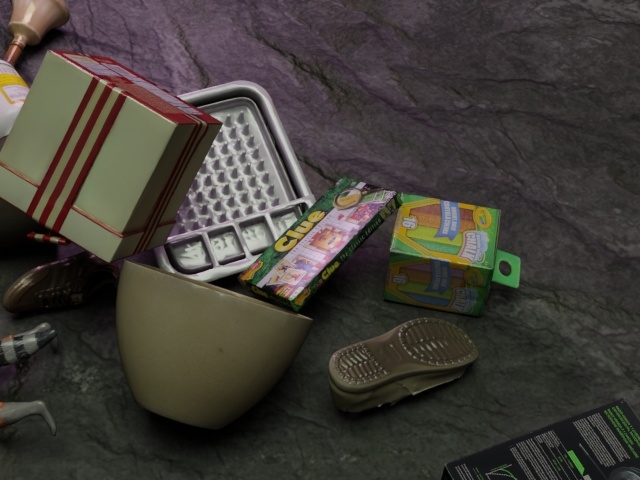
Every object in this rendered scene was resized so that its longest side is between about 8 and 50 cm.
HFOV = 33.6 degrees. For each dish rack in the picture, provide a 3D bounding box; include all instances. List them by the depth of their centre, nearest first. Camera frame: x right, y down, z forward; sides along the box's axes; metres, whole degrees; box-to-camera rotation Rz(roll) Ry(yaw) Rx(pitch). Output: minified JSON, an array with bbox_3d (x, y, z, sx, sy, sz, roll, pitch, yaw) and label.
[{"bbox_3d":[-0.174,-0.092,1.781,0.285,0.072,0.333,-18,73,-16],"label":"dish rack"}]

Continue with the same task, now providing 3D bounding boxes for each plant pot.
[{"bbox_3d":[-0.173,0.160,1.520,0.284,0.284,0.191,17,87,11],"label":"plant pot"}]

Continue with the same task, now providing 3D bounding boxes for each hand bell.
[{"bbox_3d":[-0.588,-0.367,2.040,0.126,0.126,0.242,14,61,8],"label":"hand bell"}]

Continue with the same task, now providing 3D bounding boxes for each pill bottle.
[{"bbox_3d":[-0.553,-0.220,1.891,0.117,0.118,0.208,-27,56,-24],"label":"pill bottle"}]

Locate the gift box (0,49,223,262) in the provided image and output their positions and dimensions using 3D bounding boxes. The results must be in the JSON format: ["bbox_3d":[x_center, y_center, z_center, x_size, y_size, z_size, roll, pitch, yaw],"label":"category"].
[{"bbox_3d":[-0.335,-0.124,1.583,0.276,0.258,0.255,30,11,12],"label":"gift box"}]

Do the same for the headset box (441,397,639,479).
[{"bbox_3d":[0.296,0.353,1.365,0.283,0.246,0.131,-16,52,-18],"label":"headset box"}]

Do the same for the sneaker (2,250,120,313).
[{"bbox_3d":[-0.405,0.073,1.677,0.188,0.066,0.071,-29,55,-27],"label":"sneaker"}]

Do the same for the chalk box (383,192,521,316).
[{"bbox_3d":[0.219,0.027,1.712,0.213,0.132,0.132,9,49,5],"label":"chalk box"}]

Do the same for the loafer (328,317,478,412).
[{"bbox_3d":[0.118,0.190,1.600,0.268,0.092,0.102,-8,50,-31],"label":"loafer"}]

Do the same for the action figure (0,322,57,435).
[{"bbox_3d":[-0.550,0.156,1.537,0.330,0.178,0.341,1,50,-14],"label":"action figure"}]

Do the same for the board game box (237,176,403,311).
[{"bbox_3d":[0.000,0.000,1.680,0.136,0.030,0.260,16,54,47],"label":"board game box"}]

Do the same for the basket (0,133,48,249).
[{"bbox_3d":[-0.566,-0.058,1.733,0.226,0.154,0.204,-18,76,-11],"label":"basket"}]
